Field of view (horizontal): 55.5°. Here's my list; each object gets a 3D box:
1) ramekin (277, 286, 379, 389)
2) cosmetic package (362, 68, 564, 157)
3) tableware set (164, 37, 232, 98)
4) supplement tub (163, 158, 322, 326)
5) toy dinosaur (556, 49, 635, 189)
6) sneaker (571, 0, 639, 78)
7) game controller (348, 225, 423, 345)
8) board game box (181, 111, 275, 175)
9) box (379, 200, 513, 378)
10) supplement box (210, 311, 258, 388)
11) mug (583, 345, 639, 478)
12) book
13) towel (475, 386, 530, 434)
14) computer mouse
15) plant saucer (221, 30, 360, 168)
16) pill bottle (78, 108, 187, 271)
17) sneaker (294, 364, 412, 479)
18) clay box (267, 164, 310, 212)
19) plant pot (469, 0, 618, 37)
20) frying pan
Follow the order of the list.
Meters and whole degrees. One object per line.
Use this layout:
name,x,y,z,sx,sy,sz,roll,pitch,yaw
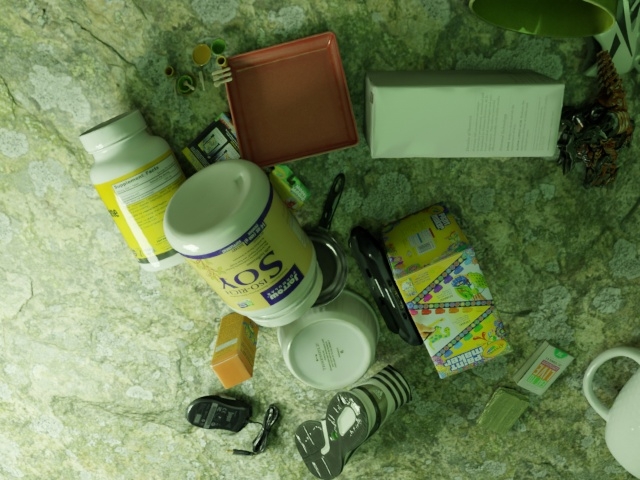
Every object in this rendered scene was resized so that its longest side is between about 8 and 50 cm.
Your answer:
ramekin,0.022,0.260,1.569,0.272,0.127,0.273,-1,113,-1
cosmetic package,0.287,-0.275,1.298,0.384,0.217,0.156,-1,113,1
tableware set,-0.268,-0.378,1.327,0.154,0.024,0.104,-13,85,17
supplement tub,-0.154,0.015,1.316,0.240,0.241,0.331,-25,133,10
toy dinosaur,0.602,-0.256,1.357,0.218,0.164,0.322,-16,107,-6
sneaker,0.594,-0.497,1.256,0.146,0.122,0.331,-10,113,2
game controller,0.163,0.113,1.487,0.067,0.166,0.319,-33,112,-14
board game box,-0.211,-0.183,1.391,0.141,0.048,0.170,-39,88,16
box,0.283,0.106,1.418,0.176,0.290,0.279,-23,112,8
supplement box,-0.209,0.261,1.508,0.080,0.233,0.078,-27,111,6
mug,0.884,0.437,1.606,0.374,0.276,0.328,37,119,17
book,0.612,0.351,1.671,0.096,0.035,0.144,27,109,-16
towel,0.516,0.482,1.725,0.110,0.027,0.148,22,110,-11
computer mouse,-0.259,0.517,1.715,0.261,0.060,0.184,11,109,-18
plant saucer,-0.065,-0.297,1.326,0.258,0.048,0.259,-13,86,5
pill bottle,-0.394,-0.113,1.370,0.187,0.188,0.334,-21,111,8
sneaker,0.110,0.490,1.647,0.257,0.169,0.448,-19,155,-35
clay box,-0.141,-0.090,1.456,0.222,0.053,0.127,-38,107,13
plant pot,0.454,-0.578,1.167,0.274,0.275,0.294,11,96,-6
frying pan,-0.029,0.003,1.498,0.197,0.053,0.327,-1,93,11
